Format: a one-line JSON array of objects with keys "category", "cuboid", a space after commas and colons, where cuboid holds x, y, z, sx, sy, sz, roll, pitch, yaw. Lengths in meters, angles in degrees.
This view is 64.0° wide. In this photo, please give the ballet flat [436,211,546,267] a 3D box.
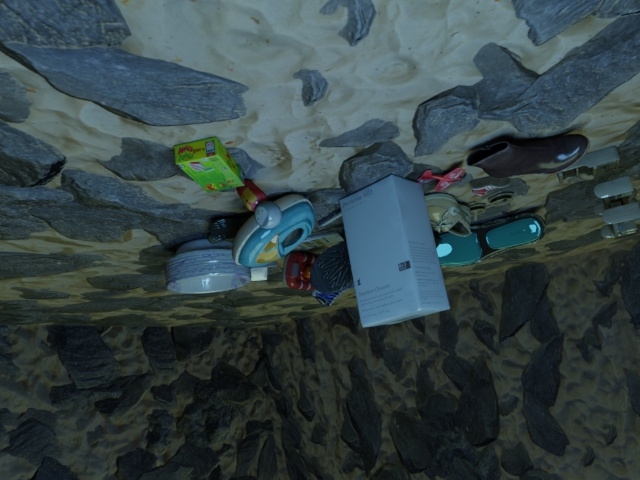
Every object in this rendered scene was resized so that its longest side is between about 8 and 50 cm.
[{"category": "ballet flat", "cuboid": [0.656, -0.003, 2.073, 0.483, 0.164, 0.182, -16, -176, 20]}]

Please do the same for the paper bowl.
[{"category": "paper bowl", "cuboid": [-0.383, 0.085, 1.746, 0.284, 0.148, 0.284, -9, 165, -2]}]

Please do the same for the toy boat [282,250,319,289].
[{"category": "toy boat", "cuboid": [-0.040, 0.128, 2.062, 0.151, 0.150, 0.231, 5, 175, 31]}]

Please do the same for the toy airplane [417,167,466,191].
[{"category": "toy airplane", "cuboid": [0.340, -0.176, 1.448, 0.151, 0.028, 0.151, -9, 163, -3]}]

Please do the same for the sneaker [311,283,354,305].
[{"category": "sneaker", "cuboid": [0.064, 0.200, 2.186, 0.127, 0.182, 0.315, 33, 172, -15]}]

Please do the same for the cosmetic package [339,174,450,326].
[{"category": "cosmetic package", "cuboid": [0.204, 0.033, 1.459, 0.156, 0.384, 0.217, 5, 157, -45]}]

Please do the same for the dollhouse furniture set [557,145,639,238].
[{"category": "dollhouse furniture set", "cuboid": [0.804, -0.127, 1.493, 0.161, 0.242, 0.212, -16, 163, 24]}]

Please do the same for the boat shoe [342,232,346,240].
[{"category": "boat shoe", "cuboid": [0.165, 0.006, 1.939, 0.095, 0.095, 0.257, -43, 153, 6]}]

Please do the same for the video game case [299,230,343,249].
[{"category": "video game case", "cuboid": [0.000, 0.000, 1.916, 0.166, 0.015, 0.119, -13, 165, 13]}]

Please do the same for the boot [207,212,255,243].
[{"category": "boot", "cuboid": [-0.225, -0.037, 1.578, 0.247, 0.083, 0.161, -5, 176, -13]}]

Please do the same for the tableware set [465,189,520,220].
[{"category": "tableware set", "cuboid": [0.586, -0.117, 1.788, 0.128, 0.039, 0.194, 4, 160, -39]}]

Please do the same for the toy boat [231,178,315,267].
[{"category": "toy boat", "cuboid": [-0.131, -0.035, 1.362, 0.267, 0.148, 0.318, -38, 154, -8]}]

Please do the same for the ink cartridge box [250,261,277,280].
[{"category": "ink cartridge box", "cuboid": [-0.266, 0.106, 1.960, 0.181, 0.061, 0.104, -4, -152, -18]}]

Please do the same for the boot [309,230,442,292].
[{"category": "boot", "cuboid": [0.213, 0.064, 1.852, 0.367, 0.146, 0.445, -39, 158, 23]}]

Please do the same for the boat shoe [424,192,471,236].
[{"category": "boat shoe", "cuboid": [0.412, -0.079, 1.693, 0.109, 0.098, 0.302, -20, 156, 38]}]

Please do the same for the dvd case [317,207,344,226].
[{"category": "dvd case", "cuboid": [0.125, -0.077, 1.705, 0.221, 0.018, 0.164, 2, 162, -34]}]

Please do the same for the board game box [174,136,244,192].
[{"category": "board game box", "cuboid": [-0.240, -0.162, 1.129, 0.092, 0.043, 0.181, -10, 164, 6]}]

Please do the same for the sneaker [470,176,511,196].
[{"category": "sneaker", "cuboid": [0.518, -0.167, 1.561, 0.119, 0.042, 0.067, -5, 162, 15]}]

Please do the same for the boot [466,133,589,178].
[{"category": "boot", "cuboid": [0.521, -0.216, 1.290, 0.248, 0.090, 0.207, -18, 165, 42]}]
